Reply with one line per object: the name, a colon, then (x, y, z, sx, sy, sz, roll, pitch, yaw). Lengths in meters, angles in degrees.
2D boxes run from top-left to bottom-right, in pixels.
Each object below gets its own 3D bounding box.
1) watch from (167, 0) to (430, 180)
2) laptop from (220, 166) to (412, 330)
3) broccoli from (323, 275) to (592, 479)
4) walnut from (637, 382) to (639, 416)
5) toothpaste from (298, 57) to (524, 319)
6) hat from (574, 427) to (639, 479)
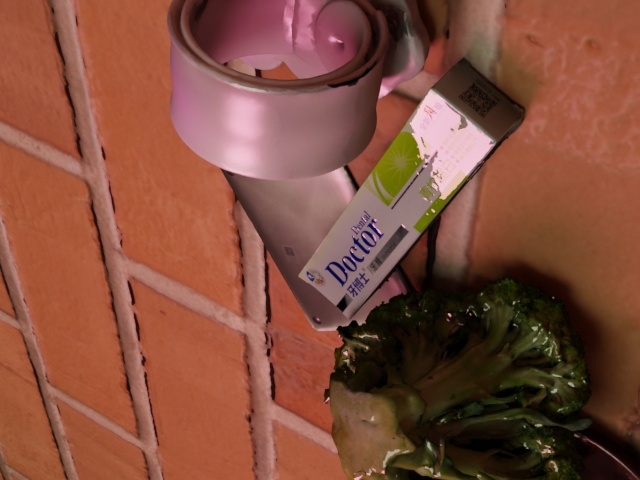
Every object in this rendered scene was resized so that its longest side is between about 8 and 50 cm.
watch: (-0.048, -0.181, 0.890, 0.248, 0.217, 0.211, 29, 141, 18)
laptop: (0.000, 0.000, 1.190, 0.188, 0.015, 0.269, -7, 121, 44)
broccoli: (0.131, 0.189, 1.027, 0.304, 0.283, 0.321, -29, 68, 31)
walnut: (0.378, 0.162, 0.821, 0.248, 0.248, 0.248, 25, 139, 23)
toothpaste: (0.081, -0.037, 1.026, 0.081, 0.067, 0.336, 41, 140, 5)
hat: (0.284, 0.294, 1.151, 0.205, 0.089, 0.205, 26, 139, 24)
